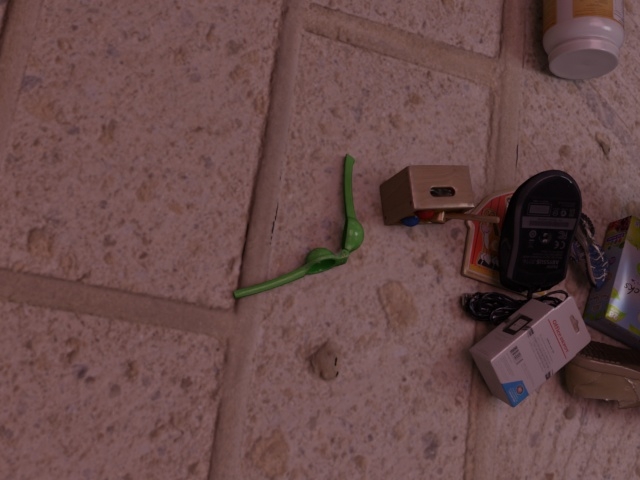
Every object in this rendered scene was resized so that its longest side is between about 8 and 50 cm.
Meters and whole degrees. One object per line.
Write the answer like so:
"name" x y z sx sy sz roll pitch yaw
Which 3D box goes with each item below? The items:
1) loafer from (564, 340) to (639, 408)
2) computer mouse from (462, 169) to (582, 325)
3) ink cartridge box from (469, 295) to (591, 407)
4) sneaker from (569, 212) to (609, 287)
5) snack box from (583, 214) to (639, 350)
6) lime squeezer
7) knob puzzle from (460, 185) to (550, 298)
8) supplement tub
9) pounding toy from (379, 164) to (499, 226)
"loafer" 0.535 0.240 1.384 0.269 0.102 0.092 15 115 -2
"computer mouse" 0.345 0.008 1.353 0.189 0.072 0.272 7 106 -14
"ink cartridge box" 0.342 0.171 1.324 0.180 0.060 0.104 -35 113 -15
"sneaker" 0.464 0.022 1.439 0.052 0.058 0.135 -3 72 -35
"snack box" 0.581 0.087 1.458 0.175 0.070 0.207 26 71 -13
"lime squeezer" 0.000 0.000 1.274 0.110 0.059 0.310 42 68 -7
"knob puzzle" 0.341 -0.008 1.415 0.213 0.030 0.213 5 75 -19
"supplement tub" 0.484 -0.414 1.503 0.144 0.144 0.199 9 75 -18
"pounding toy" 0.191 -0.061 1.318 0.141 0.130 0.100 -2 78 -21
